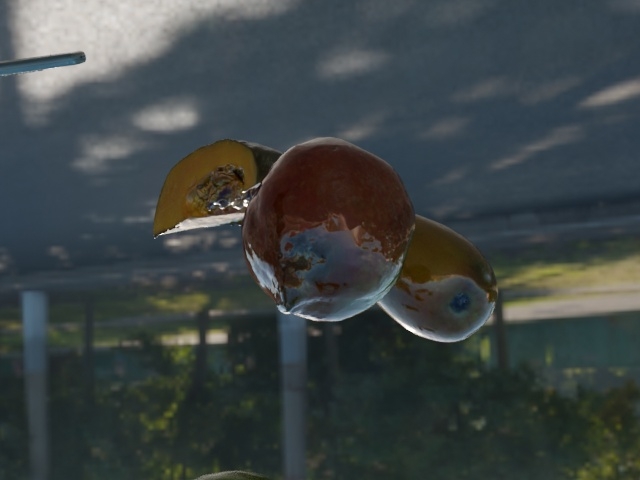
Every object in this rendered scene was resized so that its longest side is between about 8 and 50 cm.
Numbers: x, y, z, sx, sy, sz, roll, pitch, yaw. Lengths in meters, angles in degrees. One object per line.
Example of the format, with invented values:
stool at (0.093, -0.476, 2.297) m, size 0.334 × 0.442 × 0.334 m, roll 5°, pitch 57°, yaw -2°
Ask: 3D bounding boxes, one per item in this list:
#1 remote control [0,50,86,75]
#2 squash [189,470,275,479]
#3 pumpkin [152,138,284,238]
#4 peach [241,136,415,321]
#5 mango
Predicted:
remote control at (-0.333, -0.201, 1.472) m, size 0.124 × 0.018 × 0.053 m, roll -7°, pitch -169°, yaw 8°
squash at (-0.176, 0.329, 1.382) m, size 0.370 × 0.118 × 0.118 m, roll -23°, pitch 163°, yaw 34°
pumpkin at (-0.117, -0.083, 1.980) m, size 0.163 × 0.111 × 0.278 m, roll 12°, pitch 153°, yaw -44°
peach at (0.000, 0.000, 1.661) m, size 0.232 × 0.232 × 0.256 m, roll -8°, pitch -148°, yaw 42°
mango at (0.146, 0.040, 2.078) m, size 0.317 × 0.173 × 0.211 m, roll 36°, pitch -175°, yaw 40°
